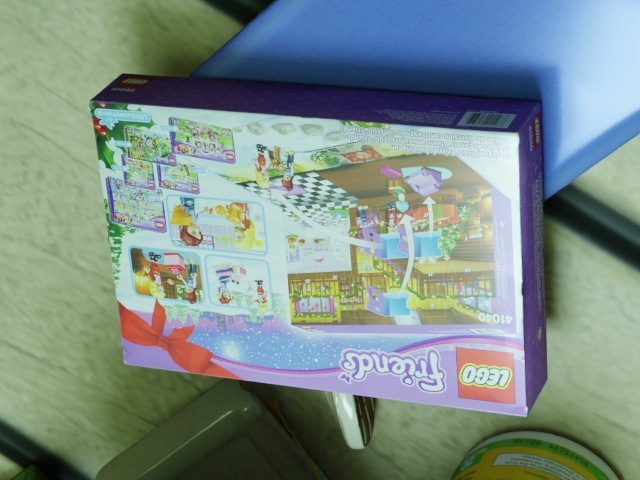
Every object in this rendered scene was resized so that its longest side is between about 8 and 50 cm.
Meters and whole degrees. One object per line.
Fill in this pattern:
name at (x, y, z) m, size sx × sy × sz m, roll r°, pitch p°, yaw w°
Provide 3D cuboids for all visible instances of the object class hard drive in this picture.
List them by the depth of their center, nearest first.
hard drive at (0.089, -0.116, 1.250) m, size 0.210 × 0.040 × 0.319 m, roll 48°, pitch 124°, yaw -7°

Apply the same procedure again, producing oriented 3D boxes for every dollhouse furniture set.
dollhouse furniture set at (-0.120, 0.240, 1.519) m, size 0.301 × 0.151 × 0.197 m, roll -35°, pitch 107°, yaw 5°

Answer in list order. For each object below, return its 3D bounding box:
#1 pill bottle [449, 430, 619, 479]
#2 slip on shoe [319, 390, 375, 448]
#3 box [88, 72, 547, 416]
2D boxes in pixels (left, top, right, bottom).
pill bottle at (0.116, 0.244, 1.308) m, size 0.136 × 0.245 × 0.136 m, roll 10°, pitch 120°, yaw 18°
slip on shoe at (0.005, 0.084, 1.388) m, size 0.041 × 0.051 × 0.135 m, roll -8°, pitch 110°, yaw 21°
box at (0.000, 0.000, 1.290) m, size 0.293 × 0.057 × 0.201 m, roll 6°, pitch 117°, yaw 20°
